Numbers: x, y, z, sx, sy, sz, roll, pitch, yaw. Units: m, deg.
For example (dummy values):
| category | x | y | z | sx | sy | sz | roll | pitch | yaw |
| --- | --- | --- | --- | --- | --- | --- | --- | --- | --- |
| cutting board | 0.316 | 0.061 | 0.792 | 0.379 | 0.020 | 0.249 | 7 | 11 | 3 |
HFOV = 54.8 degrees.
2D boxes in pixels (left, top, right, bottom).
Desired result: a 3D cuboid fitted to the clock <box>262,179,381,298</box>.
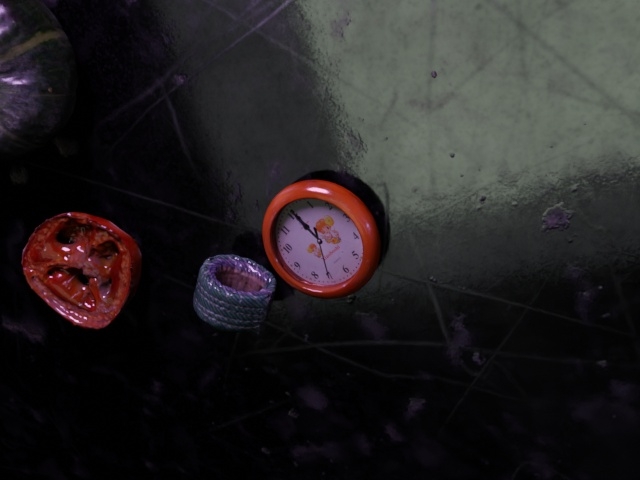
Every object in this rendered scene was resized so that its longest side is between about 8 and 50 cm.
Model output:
| category | x | y | z | sx | sy | sz | roll | pitch | yaw |
| --- | --- | --- | --- | --- | --- | --- | --- | --- | --- |
| clock | 0.000 | 0.000 | 1.005 | 0.205 | 0.051 | 0.205 | 9 | 115 | 19 |

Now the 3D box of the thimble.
| category | x | y | z | sx | sy | sz | roll | pitch | yaw |
| --- | --- | --- | --- | --- | --- | --- | --- | --- | --- |
| thimble | -0.148 | 0.092 | 1.065 | 0.135 | 0.118 | 0.090 | 17 | 122 | -3 |

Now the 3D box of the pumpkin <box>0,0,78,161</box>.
| category | x | y | z | sx | sy | sz | roll | pitch | yaw |
| --- | --- | --- | --- | --- | --- | --- | --- | --- | --- |
| pumpkin | -0.548 | -0.282 | 1.018 | 0.299 | 0.207 | 0.301 | 1 | 115 | 2 |

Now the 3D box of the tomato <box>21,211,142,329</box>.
| category | x | y | z | sx | sy | sz | roll | pitch | yaw |
| --- | --- | --- | --- | --- | --- | --- | --- | --- | --- |
| tomato | -0.434 | 0.047 | 1.173 | 0.227 | 0.101 | 0.228 | 4 | 109 | 11 |
